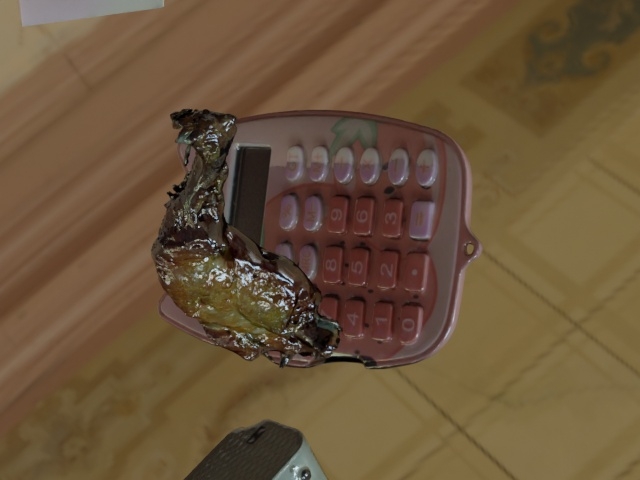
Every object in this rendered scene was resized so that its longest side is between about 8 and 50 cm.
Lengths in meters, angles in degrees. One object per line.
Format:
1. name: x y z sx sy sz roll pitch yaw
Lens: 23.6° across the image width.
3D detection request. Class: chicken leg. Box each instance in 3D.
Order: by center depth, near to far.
1. chicken leg: -0.063 0.007 1.043 0.106 0.253 0.051 -6 -131 17

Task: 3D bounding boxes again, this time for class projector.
1. projector: -0.077 0.324 1.460 0.108 0.198 0.250 13 -132 47

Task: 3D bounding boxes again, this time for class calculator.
1. calculator: 0.000 0.000 1.301 0.330 0.048 0.220 5 -94 39

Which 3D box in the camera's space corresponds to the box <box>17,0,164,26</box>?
1. box: -0.205 -0.255 1.342 0.130 0.129 0.051 -9 -120 -12
